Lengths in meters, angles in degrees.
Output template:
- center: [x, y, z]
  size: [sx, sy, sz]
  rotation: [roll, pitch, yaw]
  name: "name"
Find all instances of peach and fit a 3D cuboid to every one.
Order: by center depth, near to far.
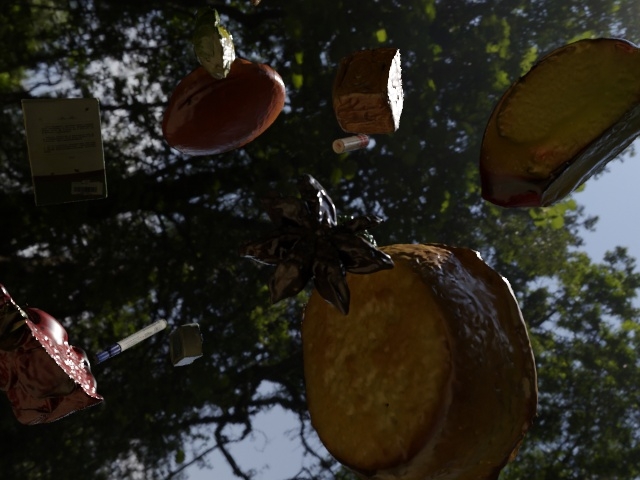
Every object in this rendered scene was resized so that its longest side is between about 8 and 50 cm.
- center: [0.319, -0.146, 0.839]
  size: [0.158, 0.267, 0.154]
  rotation: [50, 11, 32]
  name: "peach"

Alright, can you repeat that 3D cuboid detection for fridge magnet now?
- center: [-0.270, -0.366, 1.724]
  size: [0.155, 0.364, 0.363]
  rotation: [61, -31, 17]
  name: "fridge magnet"

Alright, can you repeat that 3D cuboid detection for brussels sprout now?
- center: [-0.258, -0.467, 1.472]
  size: [0.139, 0.101, 0.181]
  rotation: [91, -1, -64]
  name: "brussels sprout"

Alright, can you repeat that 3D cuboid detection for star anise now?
- center: [-0.013, 0.008, 0.841]
  size: [0.212, 0.197, 0.073]
  rotation: [33, -26, 13]
  name: "star anise"

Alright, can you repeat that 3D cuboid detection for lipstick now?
- center: [0.085, -0.265, 1.697]
  size: [0.038, 0.131, 0.038]
  rotation: [12, -70, 33]
  name: "lipstick"

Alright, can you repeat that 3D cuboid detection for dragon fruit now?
- center: [-0.340, 0.128, 0.763]
  size: [0.092, 0.122, 0.192]
  rotation: [-7, -60, 31]
  name: "dragon fruit"

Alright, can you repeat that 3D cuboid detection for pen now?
- center: [-0.414, 0.219, 1.359]
  size: [0.025, 0.204, 0.025]
  rotation: [9, -70, 27]
  name: "pen"

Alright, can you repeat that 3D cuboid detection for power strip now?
- center: [-0.302, 0.235, 1.390]
  size: [0.286, 0.048, 0.080]
  rotation: [145, -65, -67]
  name: "power strip"

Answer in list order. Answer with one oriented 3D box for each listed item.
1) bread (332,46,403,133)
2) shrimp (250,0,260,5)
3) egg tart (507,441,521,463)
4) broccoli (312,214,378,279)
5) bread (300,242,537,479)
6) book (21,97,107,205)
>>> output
- center: [0.109, -0.334, 1.401]
  size: [0.149, 0.158, 0.143]
  rotation: [-1, -32, 17]
  name: "bread"
- center: [-0.132, -0.641, 1.448]
  size: [0.034, 0.124, 0.178]
  rotation: [16, -52, 5]
  name: "shrimp"
- center: [0.233, 0.347, 1.163]
  size: [0.291, 0.291, 0.107]
  rotation: [37, -19, 34]
  name: "egg tart"
- center: [0.059, 0.049, 1.617]
  size: [0.219, 0.194, 0.194]
  rotation: [54, -31, -11]
  name: "broccoli"
- center: [0.142, 0.195, 0.960]
  size: [0.398, 0.215, 0.398]
  rotation: [-11, -104, 50]
  name: "bread"
- center: [-0.703, -0.246, 1.719]
  size: [0.026, 0.201, 0.289]
  rotation: [31, -56, 54]
  name: "book"
